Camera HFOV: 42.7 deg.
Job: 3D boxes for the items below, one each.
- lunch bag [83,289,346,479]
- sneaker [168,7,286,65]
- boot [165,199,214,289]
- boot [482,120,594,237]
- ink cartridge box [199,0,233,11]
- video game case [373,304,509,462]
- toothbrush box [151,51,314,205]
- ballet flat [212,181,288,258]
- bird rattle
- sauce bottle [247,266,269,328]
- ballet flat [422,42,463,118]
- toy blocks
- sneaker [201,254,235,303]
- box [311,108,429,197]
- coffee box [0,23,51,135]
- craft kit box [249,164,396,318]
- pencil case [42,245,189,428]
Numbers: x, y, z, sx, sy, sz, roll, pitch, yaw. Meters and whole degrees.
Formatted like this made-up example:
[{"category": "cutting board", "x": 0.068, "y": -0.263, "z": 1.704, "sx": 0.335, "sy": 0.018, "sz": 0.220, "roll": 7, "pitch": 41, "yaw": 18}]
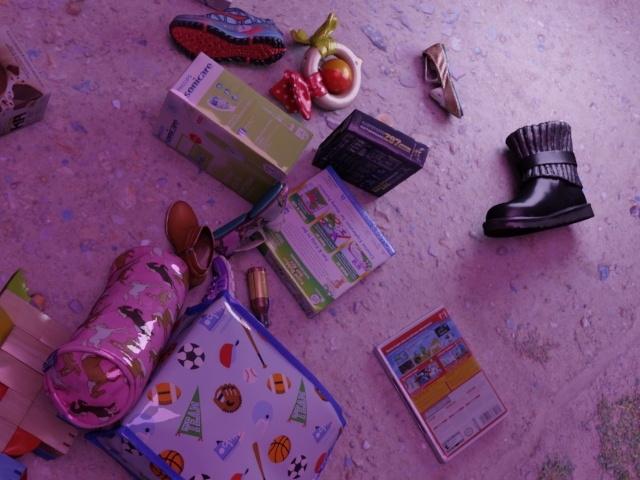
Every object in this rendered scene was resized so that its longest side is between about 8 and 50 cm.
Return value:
[{"category": "lunch bag", "x": -0.167, "y": 0.346, "z": 1.484, "sx": 0.385, "sy": 0.239, "sz": 0.328, "roll": 44, "pitch": 60, "yaw": -15}, {"category": "sneaker", "x": -0.213, "y": -0.468, "z": 1.848, "sx": 0.261, "sy": 0.104, "sz": 0.125, "roll": 6, "pitch": 48, "yaw": -19}, {"category": "boot", "x": -0.251, "y": -0.008, "z": 1.623, "sx": 0.073, "sy": 0.152, "sz": 0.197, "roll": -6, "pitch": 75, "yaw": -24}, {"category": "boot", "x": 0.501, "y": -0.149, "z": 1.984, "sx": 0.348, "sy": 0.131, "sz": 0.260, "roll": -10, "pitch": 83, "yaw": -35}, {"category": "ink cartridge box", "x": -0.256, "y": -0.598, "z": 1.881, "sx": 0.135, "sy": 0.056, "sz": 0.099, "roll": 23, "pitch": 65, "yaw": -13}, {"category": "video game case", "x": 0.267, "y": 0.310, "z": 1.794, "sx": 0.204, "sy": 0.025, "sz": 0.285, "roll": -28, "pitch": 84, "yaw": -27}, {"category": "toothbrush box", "x": -0.185, "y": -0.221, "z": 1.695, "sx": 0.283, "sy": 0.206, "sz": 0.122, "roll": 37, "pitch": 63, "yaw": -7}, {"category": "ballet flat", "x": -0.129, "y": -0.035, "z": 1.670, "sx": 0.079, "sy": 0.221, "sz": 0.077, "roll": 46, "pitch": 26, "yaw": -19}, {"category": "bird rattle", "x": 0.012, "y": -0.385, "z": 1.882, "sx": 0.207, "sy": 0.143, "sz": 0.254, "roll": 21, "pitch": 67, "yaw": -32}, {"category": "sauce bottle", "x": -0.127, "y": 0.120, "z": 1.694, "sx": 0.042, "sy": 0.042, "sz": 0.128, "roll": 1, "pitch": 74, "yaw": -22}, {"category": "ballet flat", "x": 0.299, "y": -0.391, "z": 2.038, "sx": 0.067, "sy": 0.073, "sz": 0.206, "roll": -14, "pitch": 73, "yaw": 3}, {"category": "toy blocks", "x": -0.525, "y": 0.280, "z": 1.418, "sx": 0.261, "sy": 0.190, "sz": 0.381, "roll": 39, "pitch": 52, "yaw": -20}, {"category": "sneaker", "x": -0.209, "y": 0.112, "z": 1.650, "sx": 0.071, "sy": 0.068, "sz": 0.170, "roll": 2, "pitch": 72, "yaw": -15}, {"category": "box", "x": 0.105, "y": -0.184, "z": 1.783, "sx": 0.183, "sy": 0.232, "sz": 0.059, "roll": 26, "pitch": 70, "yaw": -11}, {"category": "coffee box", "x": -0.691, "y": -0.269, "z": 1.543, "sx": 0.297, "sy": 0.119, "sz": 0.168, "roll": -32, "pitch": 86, "yaw": -33}, {"category": "craft kit box", "x": 0.000, "y": 0.000, "z": 1.779, "sx": 0.246, "sy": 0.061, "sz": 0.250, "roll": -35, "pitch": 87, "yaw": -30}, {"category": "pencil case", "x": -0.345, "y": 0.152, "z": 1.430, "sx": 0.167, "sy": 0.160, "sz": 0.386, "roll": 19, "pitch": 27, "yaw": -2}]
